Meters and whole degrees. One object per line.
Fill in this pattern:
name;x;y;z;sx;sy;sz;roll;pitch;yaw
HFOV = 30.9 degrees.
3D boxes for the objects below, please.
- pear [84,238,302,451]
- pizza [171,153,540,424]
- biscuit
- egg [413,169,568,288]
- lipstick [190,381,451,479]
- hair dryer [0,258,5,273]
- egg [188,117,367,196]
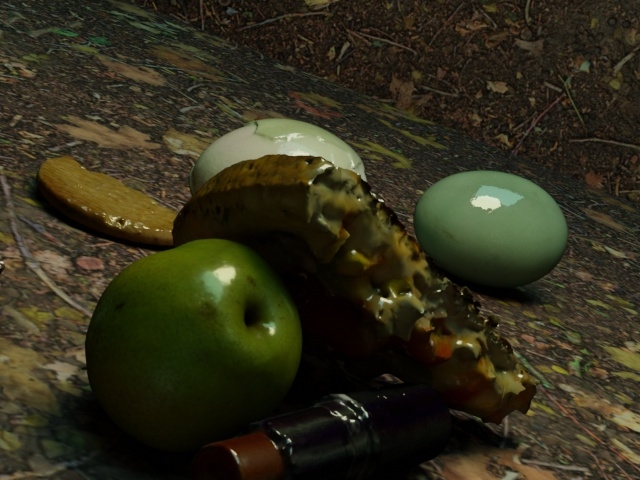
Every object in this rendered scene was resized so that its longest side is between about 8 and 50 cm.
pear;-0.119;0.087;0.944;0.216;0.166;0.180;-14;20;40
pizza;0.042;0.076;1.104;0.406;0.130;0.440;34;-15;-9
biscuit;-0.255;-0.041;1.394;0.224;0.033;0.144;25;19;16
egg;0.245;-0.017;1.672;0.231;0.168;0.168;11;18;-13
lipstick;0.008;0.166;0.943;0.081;0.081;0.299;30;17;32
hair dryer;-0.371;0.011;1.087;0.154;0.054;0.106;21;8;-35
egg;-0.056;-0.061;1.442;0.217;0.183;0.183;1;22;-19
